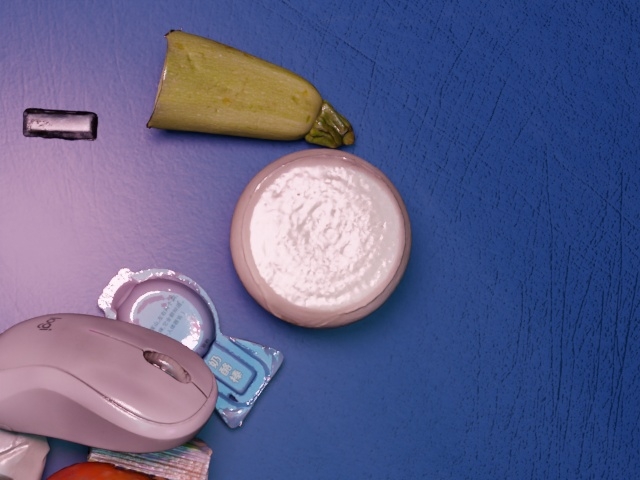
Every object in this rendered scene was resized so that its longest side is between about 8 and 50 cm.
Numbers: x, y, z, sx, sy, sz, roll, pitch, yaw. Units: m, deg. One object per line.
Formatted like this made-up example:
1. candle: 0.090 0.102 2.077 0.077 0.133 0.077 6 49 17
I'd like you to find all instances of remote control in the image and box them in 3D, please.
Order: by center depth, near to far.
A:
1. remote control: -0.338 -0.151 1.497 0.096 0.014 0.039 3 83 -11

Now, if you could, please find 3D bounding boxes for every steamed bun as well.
1. steamed bun: 0.000 0.000 1.488 0.231 0.145 0.232 0 84 -1

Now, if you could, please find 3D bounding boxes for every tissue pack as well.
1. tissue pack: -0.212 0.261 1.430 0.148 0.108 0.060 17 82 -9

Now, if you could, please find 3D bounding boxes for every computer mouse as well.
1. computer mouse: -0.270 0.154 1.369 0.296 0.184 0.121 6 112 16

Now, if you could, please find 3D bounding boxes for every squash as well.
1. squash: -0.087 -0.192 1.520 0.287 0.137 0.137 7 82 -23

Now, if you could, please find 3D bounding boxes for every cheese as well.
1. cheese: -0.174 0.127 1.483 0.244 0.052 0.135 36 80 -7

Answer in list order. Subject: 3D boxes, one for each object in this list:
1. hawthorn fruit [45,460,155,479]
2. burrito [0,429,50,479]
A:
1. hawthorn fruit: -0.271 0.418 1.303 0.276 0.276 0.307 50 40 -3
2. burrito: -0.546 0.284 1.358 0.445 0.101 0.139 -3 82 -13
